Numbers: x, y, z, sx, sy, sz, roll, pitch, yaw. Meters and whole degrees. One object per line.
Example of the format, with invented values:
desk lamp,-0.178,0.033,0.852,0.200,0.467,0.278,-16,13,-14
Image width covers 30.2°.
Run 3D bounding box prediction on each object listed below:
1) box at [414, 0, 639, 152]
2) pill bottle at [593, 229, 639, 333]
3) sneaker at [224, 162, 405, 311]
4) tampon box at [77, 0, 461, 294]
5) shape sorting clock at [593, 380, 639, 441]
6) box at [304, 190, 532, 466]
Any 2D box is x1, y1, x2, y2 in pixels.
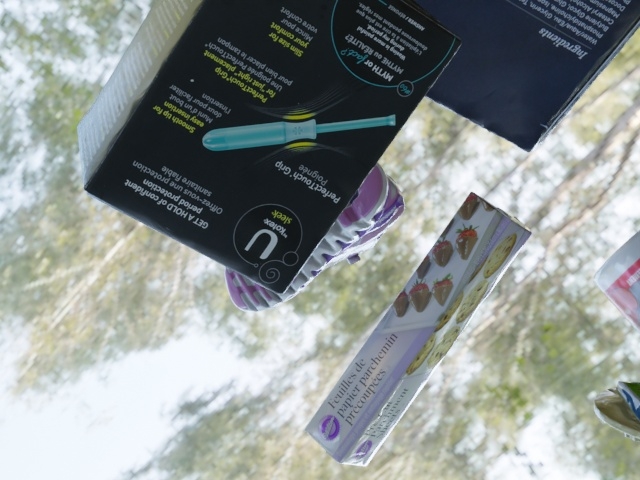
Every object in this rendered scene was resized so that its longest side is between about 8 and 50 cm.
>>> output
box,0.271,-0.464,1.588,0.297,0.471,0.480,23,-149,-21
pill bottle,0.501,0.106,1.444,0.318,0.176,0.176,49,-149,13
sneaker,0.000,0.000,1.276,0.104,0.236,0.095,9,-132,-56
tampon box,-0.033,-0.079,0.612,0.120,0.161,0.101,30,-165,-23
shape sorting clock,0.361,0.170,1.113,0.206,0.206,0.040,-2,-81,-51
box,0.106,0.099,1.289,0.063,0.324,0.067,40,-172,34
